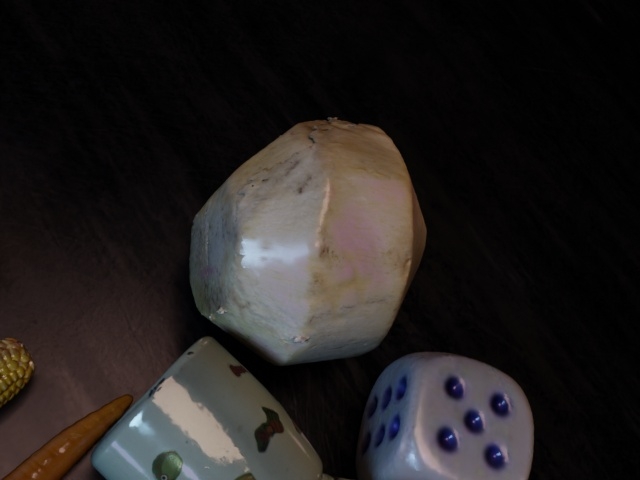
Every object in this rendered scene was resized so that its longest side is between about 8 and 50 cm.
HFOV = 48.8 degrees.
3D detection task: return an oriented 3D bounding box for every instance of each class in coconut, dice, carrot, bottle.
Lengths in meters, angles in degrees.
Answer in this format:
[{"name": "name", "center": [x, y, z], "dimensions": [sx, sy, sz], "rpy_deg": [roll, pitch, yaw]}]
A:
[{"name": "coconut", "center": [0.000, 0.000, 0.996], "dimensions": [0.353, 0.352, 0.352], "rpy_deg": [9, 61, -17]}, {"name": "dice", "center": [0.169, 0.278, 0.985], "dimensions": [0.192, 0.193, 0.194], "rpy_deg": [20, 60, -10]}, {"name": "carrot", "center": [-0.352, 0.296, 0.845], "dimensions": [0.069, 0.069, 0.336], "rpy_deg": [43, 54, 4]}, {"name": "bottle", "center": [-0.092, 0.313, 0.861], "dimensions": [0.352, 0.229, 0.229], "rpy_deg": [45, 57, 1]}]

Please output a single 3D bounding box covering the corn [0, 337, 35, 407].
[{"name": "corn", "center": [-0.475, 0.205, 0.824], "dimensions": [0.292, 0.101, 0.101], "rpy_deg": [-33, 80, -35]}]
